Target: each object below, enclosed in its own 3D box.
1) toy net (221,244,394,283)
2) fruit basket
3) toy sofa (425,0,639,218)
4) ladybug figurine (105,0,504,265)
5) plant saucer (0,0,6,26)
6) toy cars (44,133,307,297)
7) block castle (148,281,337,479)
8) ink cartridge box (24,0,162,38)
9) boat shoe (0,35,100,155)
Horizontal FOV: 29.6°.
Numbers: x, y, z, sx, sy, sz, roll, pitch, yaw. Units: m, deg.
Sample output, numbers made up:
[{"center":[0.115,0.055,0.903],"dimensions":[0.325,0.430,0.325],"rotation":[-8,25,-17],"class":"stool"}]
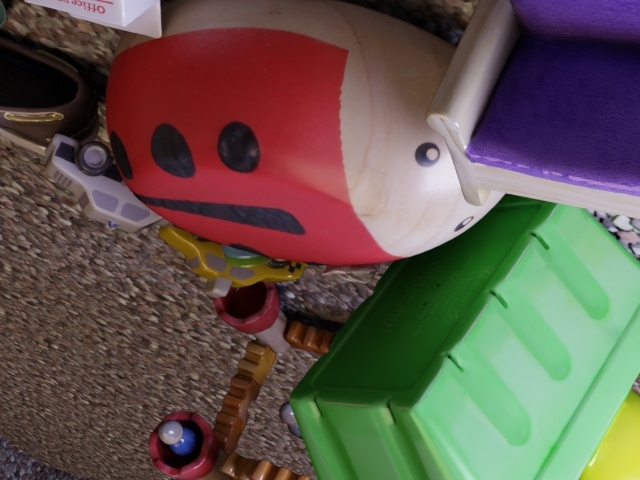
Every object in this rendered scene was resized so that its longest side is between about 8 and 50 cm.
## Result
[{"center":[0.000,0.000,1.262],"dimensions":[0.232,0.122,0.045],"rotation":[20,134,43],"class":"toy net"},{"center":[0.202,0.181,1.170],"dimensions":[0.283,0.392,0.392],"rotation":[-4,142,48],"class":"fruit basket"},{"center":[0.264,-0.096,0.820],"dimensions":[0.363,0.150,0.177],"rotation":[14,154,26],"class":"toy sofa"},{"center":[-0.033,-0.086,1.116],"dimensions":[0.449,0.162,0.305],"rotation":[6,149,38],"class":"ladybug figurine"},{"center":[-0.375,-0.268,1.260],"dimensions":[0.119,0.021,0.119],"rotation":[21,155,11],"class":"plant saucer"},{"center":[-0.164,-0.008,1.387],"dimensions":[0.177,0.087,0.394],"rotation":[10,166,34],"class":"toy cars"},{"center":[0.033,0.230,1.520],"dimensions":[0.453,0.303,0.213],"rotation":[15,160,24],"class":"block castle"},{"center":[-0.191,-0.245,0.997],"dimensions":[0.104,0.060,0.180],"rotation":[17,129,20],"class":"ink cartridge box"},{"center":[-0.401,-0.188,1.335],"dimensions":[0.324,0.116,0.096],"rotation":[21,155,2],"class":"boat shoe"}]
